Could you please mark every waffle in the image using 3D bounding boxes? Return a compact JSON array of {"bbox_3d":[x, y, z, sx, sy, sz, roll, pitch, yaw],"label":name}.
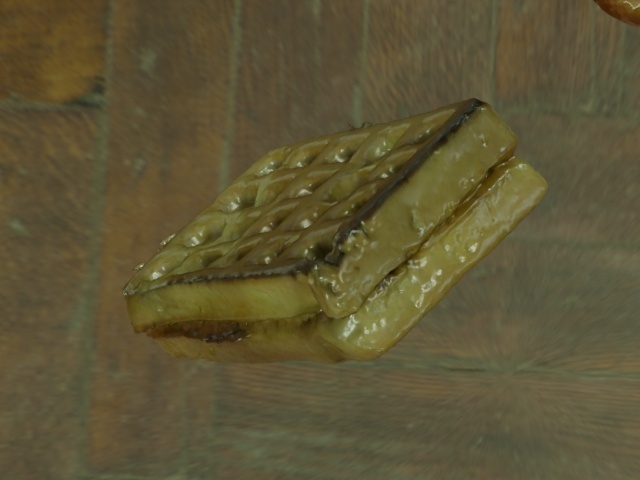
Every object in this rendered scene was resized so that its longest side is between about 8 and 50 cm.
[{"bbox_3d":[0.000,0.000,1.481,0.224,0.328,0.098,-43,107,-27],"label":"waffle"}]

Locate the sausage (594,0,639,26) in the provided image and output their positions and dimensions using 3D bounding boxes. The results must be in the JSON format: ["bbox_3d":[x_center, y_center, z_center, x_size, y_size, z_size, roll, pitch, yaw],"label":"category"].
[{"bbox_3d":[0.220,-0.230,1.260,0.083,0.300,0.089,16,122,0],"label":"sausage"}]
